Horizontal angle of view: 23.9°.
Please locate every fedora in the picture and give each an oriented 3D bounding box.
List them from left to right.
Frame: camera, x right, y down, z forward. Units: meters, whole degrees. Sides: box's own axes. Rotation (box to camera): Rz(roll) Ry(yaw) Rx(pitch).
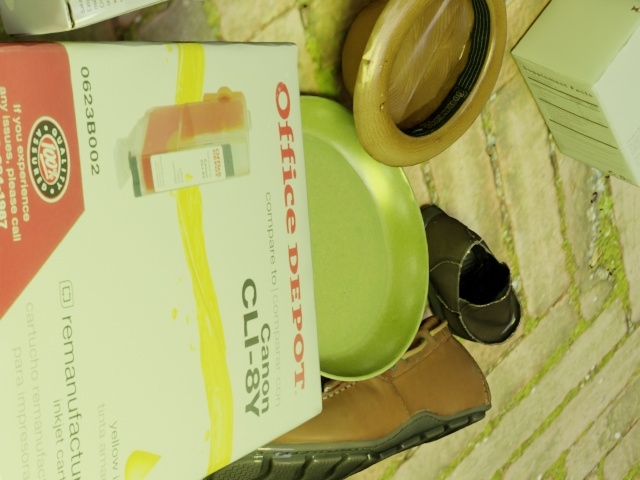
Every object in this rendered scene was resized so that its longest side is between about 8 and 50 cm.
[{"bbox_3d":[0.077,-0.161,1.290,0.194,0.079,0.194,-26,130,-36],"label":"fedora"}]

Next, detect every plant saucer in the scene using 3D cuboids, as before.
[{"bbox_3d":[0.000,0.000,1.260,0.241,0.037,0.241,16,67,-43],"label":"plant saucer"}]

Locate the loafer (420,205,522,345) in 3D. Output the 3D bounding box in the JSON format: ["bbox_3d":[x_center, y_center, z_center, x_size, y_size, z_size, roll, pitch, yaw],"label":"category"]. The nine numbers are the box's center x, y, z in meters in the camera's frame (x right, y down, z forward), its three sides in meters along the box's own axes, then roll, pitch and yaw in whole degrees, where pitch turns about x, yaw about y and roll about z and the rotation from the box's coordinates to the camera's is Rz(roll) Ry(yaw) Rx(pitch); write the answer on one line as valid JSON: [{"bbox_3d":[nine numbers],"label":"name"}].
[{"bbox_3d":[0.152,0.050,1.498,0.080,0.078,0.220,-55,141,-8],"label":"loafer"}]

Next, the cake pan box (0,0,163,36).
[{"bbox_3d":[-0.094,-0.268,0.828,0.246,0.070,0.266,-30,114,-44],"label":"cake pan box"}]

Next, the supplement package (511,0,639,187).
[{"bbox_3d":[0.282,-0.155,1.499,0.105,0.105,0.179,-51,141,-12],"label":"supplement package"}]

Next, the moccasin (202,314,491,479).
[{"bbox_3d":[0.018,0.134,1.355,0.380,0.147,0.139,-14,165,-48],"label":"moccasin"}]

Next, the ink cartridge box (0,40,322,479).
[{"bbox_3d":[-0.152,0.016,0.936,0.385,0.160,0.279,-17,104,-64],"label":"ink cartridge box"}]
